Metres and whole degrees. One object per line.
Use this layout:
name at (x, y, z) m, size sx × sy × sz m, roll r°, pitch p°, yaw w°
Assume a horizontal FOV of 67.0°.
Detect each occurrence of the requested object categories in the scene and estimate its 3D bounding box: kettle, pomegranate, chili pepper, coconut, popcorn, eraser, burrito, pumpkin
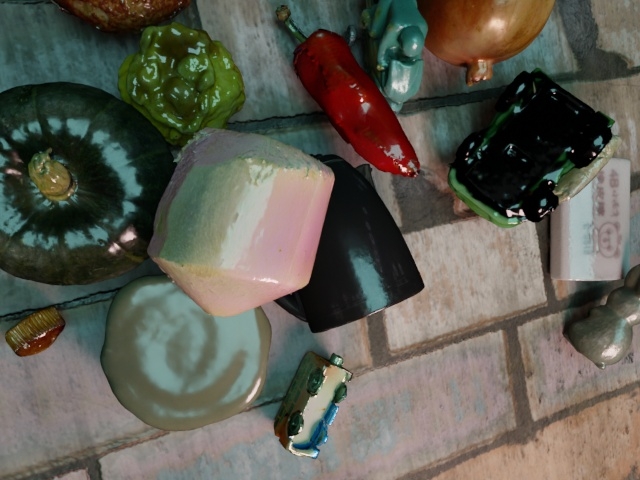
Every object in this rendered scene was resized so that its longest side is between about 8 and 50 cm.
kettle at (0.000, 0.000, 0.831) m, size 0.268 × 0.207 × 0.290 m, roll -23°, pitch 87°, yaw -3°
pomegranate at (0.299, -0.427, 0.896) m, size 0.229 × 0.252 × 0.270 m, roll 2°, pitch 88°, yaw -39°
chili pepper at (0.046, -0.259, 0.850) m, size 0.110 × 0.110 × 0.387 m, roll -31°, pitch 77°, yaw -16°
coconut at (-0.113, -0.016, 0.673) m, size 0.233 × 0.233 × 0.245 m, roll 19°, pitch 90°, yaw -18°
popcorn at (-0.215, -0.244, 0.772) m, size 0.198 × 0.156 × 0.197 m, roll -6°, pitch 103°, yaw -27°
eraser at (0.604, -0.048, 1.083) m, size 0.174 × 0.095 × 0.270 m, roll 0°, pitch 90°, yaw -12°
burrito at (0.545, -0.147, 1.009) m, size 0.045 × 0.058 × 0.188 m, roll 39°, pitch 95°, yaw -20°
pumpkin at (-0.353, -0.077, 0.691) m, size 0.300 × 0.207 × 0.300 m, roll -1°, pitch 95°, yaw -18°

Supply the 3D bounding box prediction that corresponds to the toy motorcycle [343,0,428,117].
toy motorcycle at (0.121, -0.358, 0.862) m, size 0.109 × 0.198 × 0.296 m, roll -5°, pitch 91°, yaw -14°

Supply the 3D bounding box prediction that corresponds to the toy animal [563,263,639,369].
toy animal at (0.655, 0.168, 1.049) m, size 0.108 × 0.138 × 0.236 m, roll 25°, pitch 120°, yaw -23°

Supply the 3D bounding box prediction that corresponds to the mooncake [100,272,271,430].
mooncake at (-0.213, 0.168, 0.787) m, size 0.275 × 0.135 × 0.274 m, roll 0°, pitch 90°, yaw -15°

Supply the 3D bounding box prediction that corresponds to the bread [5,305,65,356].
bread at (-0.430, 0.141, 0.737) m, size 0.085 × 0.085 × 0.053 m, roll -38°, pitch 94°, yaw -15°

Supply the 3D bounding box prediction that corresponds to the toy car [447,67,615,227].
toy car at (0.421, -0.188, 0.975) m, size 0.213 × 0.176 × 0.358 m, roll 40°, pitch 85°, yaw 11°

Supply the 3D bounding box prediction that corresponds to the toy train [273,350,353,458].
toy train at (-0.012, 0.290, 0.873) m, size 0.072 × 0.099 × 0.188 m, roll 28°, pitch 81°, yaw -20°

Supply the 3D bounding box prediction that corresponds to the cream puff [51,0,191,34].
cream puff at (-0.297, -0.425, 0.712) m, size 0.240 × 0.164 × 0.240 m, roll 2°, pitch 52°, yaw -2°
